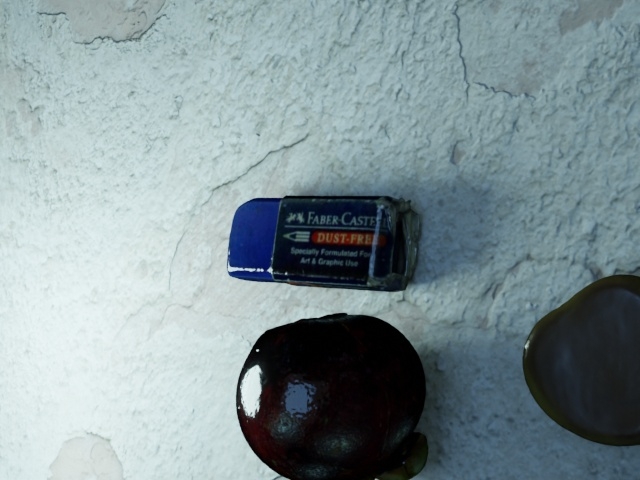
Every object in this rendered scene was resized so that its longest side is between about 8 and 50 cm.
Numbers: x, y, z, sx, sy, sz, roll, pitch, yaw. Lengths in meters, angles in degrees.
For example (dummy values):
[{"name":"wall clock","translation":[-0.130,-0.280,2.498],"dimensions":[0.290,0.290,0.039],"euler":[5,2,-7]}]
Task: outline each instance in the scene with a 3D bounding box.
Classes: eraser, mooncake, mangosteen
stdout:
[{"name":"eraser","translation":[0.000,0.000,1.747],"dimensions":[0.332,0.101,0.155],"euler":[2,82,34]},{"name":"mooncake","translation":[0.409,0.173,1.428],"dimensions":[0.234,0.117,0.235],"euler":[-5,81,33]},{"name":"mangosteen","translation":[0.014,0.254,1.577],"dimensions":[0.300,0.300,0.300],"euler":[-7,78,33]}]
